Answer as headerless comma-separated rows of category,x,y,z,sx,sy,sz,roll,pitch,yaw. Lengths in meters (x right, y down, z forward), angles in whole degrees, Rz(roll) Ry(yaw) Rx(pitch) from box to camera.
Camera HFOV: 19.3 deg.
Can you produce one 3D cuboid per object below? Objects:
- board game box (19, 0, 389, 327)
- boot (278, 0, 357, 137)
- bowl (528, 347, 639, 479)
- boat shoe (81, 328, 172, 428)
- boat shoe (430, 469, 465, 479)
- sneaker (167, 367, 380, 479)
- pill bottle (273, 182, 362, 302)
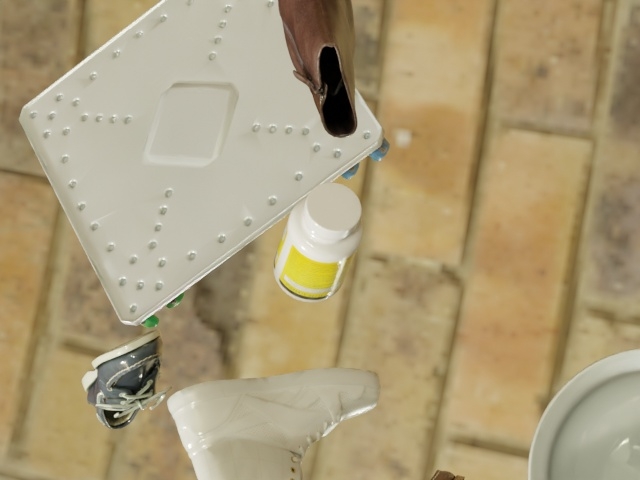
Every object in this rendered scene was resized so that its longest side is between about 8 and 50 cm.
board game box,-0.151,-0.136,2.346,0.390,0.390,0.050,-36,-35,7
boot,-0.002,-0.251,1.862,0.207,0.090,0.248,-106,5,-51
bowl,0.395,0.278,2.197,0.134,0.298,0.298,39,-116,-76
boat shoe,-0.233,0.173,2.267,0.095,0.254,0.079,-18,-101,-25
boat shoe,0.080,0.292,1.825,0.207,0.073,0.073,-56,-20,-49
sneaker,-0.036,0.253,2.315,0.292,0.108,0.169,-5,-116,-31
pill bottle,0.000,0.000,1.596,0.116,0.065,0.065,111,-176,-60
